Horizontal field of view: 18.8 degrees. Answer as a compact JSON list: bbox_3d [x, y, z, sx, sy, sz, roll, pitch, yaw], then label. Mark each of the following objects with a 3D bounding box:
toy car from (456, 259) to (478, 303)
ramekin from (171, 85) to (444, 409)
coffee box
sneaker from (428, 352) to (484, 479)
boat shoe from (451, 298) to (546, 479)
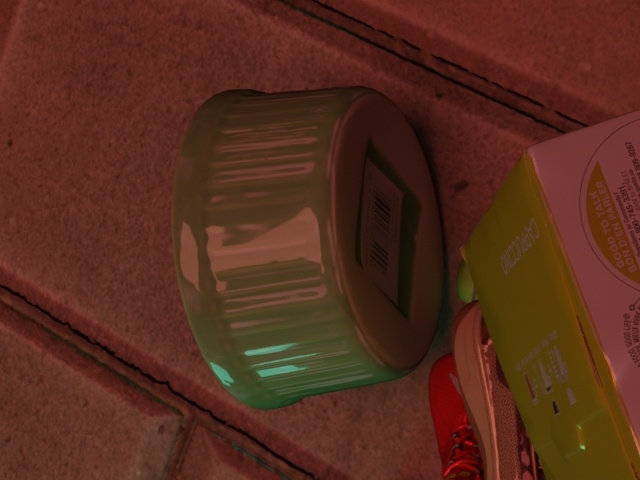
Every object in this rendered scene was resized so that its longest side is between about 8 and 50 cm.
[{"bbox_3d":[0.216,0.065,1.791,0.225,0.053,0.239,19,101,30],"label":"toy car"},{"bbox_3d":[0.000,0.000,1.789,0.148,0.303,0.303,-7,87,25],"label":"ramekin"},{"bbox_3d":[0.332,0.072,1.480,0.334,0.337,0.338,-18,79,-7],"label":"coffee box"},{"bbox_3d":[0.150,0.219,1.780,0.107,0.118,0.279,-32,56,29],"label":"sneaker"},{"bbox_3d":[0.221,0.204,1.698,0.123,0.123,0.342,-22,79,42],"label":"boat shoe"}]
